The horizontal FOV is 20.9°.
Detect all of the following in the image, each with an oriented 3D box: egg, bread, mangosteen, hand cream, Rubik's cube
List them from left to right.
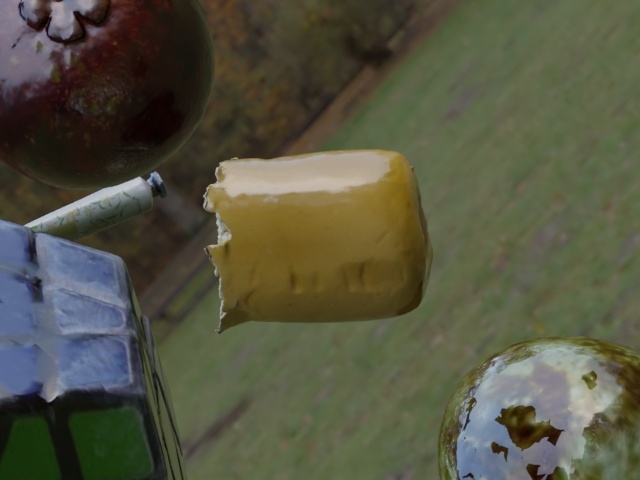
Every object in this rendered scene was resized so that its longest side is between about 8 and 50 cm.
[{"bbox_3d":[-0.204,0.135,0.892,0.319,0.319,0.264,-56,-13,-61],"label":"Rubik's cube"},{"bbox_3d":[-0.263,-0.023,1.927,0.194,0.042,0.067,-26,-21,-15],"label":"hand cream"},{"bbox_3d":[-0.191,-0.134,1.409,0.215,0.215,0.257,-49,-12,-14],"label":"mangosteen"},{"bbox_3d":[0.000,0.000,1.319,0.173,0.134,0.085,-5,8,-1],"label":"bread"},{"bbox_3d":[0.219,0.198,1.540,0.238,0.238,0.289,-48,38,-8],"label":"egg"}]
